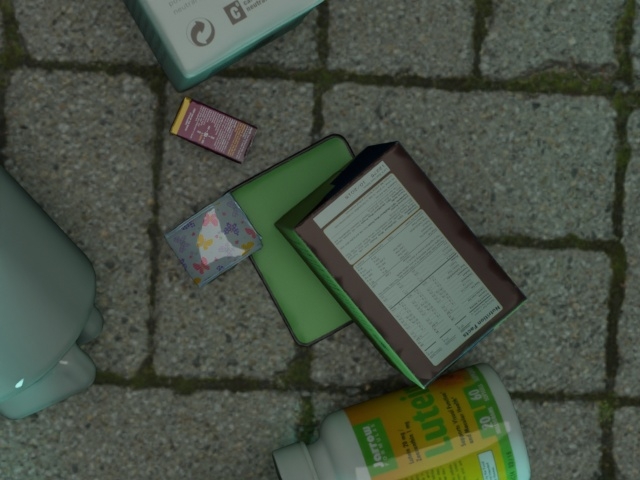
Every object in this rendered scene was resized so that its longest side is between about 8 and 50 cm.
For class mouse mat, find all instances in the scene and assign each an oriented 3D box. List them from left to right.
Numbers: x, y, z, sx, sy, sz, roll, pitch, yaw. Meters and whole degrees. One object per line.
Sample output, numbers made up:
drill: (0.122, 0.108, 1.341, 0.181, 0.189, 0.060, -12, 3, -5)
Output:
mouse mat: (0.000, 0.000, 1.745, 0.153, 0.007, 0.189, -29, 96, -5)

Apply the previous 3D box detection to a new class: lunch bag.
lunch bag: (-0.109, -0.001, 1.709, 0.083, 0.053, 0.071, -35, 93, 5)

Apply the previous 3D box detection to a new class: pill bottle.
pill bottle: (0.081, 0.227, 1.694, 0.246, 0.136, 0.136, -18, 94, -6)

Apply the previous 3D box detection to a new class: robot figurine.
robot figurine: (-0.355, 0.022, 1.567, 0.200, 0.300, 0.353, -27, 125, 17)

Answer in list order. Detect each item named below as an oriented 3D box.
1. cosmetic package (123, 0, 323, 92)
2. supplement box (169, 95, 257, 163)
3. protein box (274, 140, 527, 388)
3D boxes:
cosmetic package: (-0.183, -0.382, 1.602, 0.161, 0.230, 0.453, -31, 96, -5)
supplement box: (-0.112, -0.115, 1.704, 0.083, 0.055, 0.043, 23, 90, -6)
protein box: (0.076, 0.020, 1.650, 0.136, 0.200, 0.201, -40, 96, -4)
